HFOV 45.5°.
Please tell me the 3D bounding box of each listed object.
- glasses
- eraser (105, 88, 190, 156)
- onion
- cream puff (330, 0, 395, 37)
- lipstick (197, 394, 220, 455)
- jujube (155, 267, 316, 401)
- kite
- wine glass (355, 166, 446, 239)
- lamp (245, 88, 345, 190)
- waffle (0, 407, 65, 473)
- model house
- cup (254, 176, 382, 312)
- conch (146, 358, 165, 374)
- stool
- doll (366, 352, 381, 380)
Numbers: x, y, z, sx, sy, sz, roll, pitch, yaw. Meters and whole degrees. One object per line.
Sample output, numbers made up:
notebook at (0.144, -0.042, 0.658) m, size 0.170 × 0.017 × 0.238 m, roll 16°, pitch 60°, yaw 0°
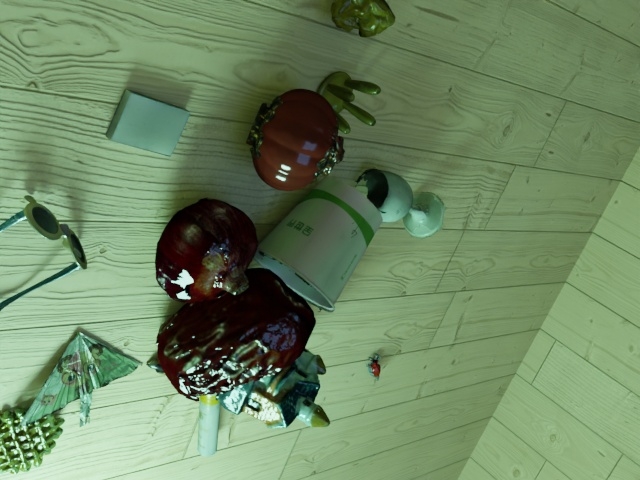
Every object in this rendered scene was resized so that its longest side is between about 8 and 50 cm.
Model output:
glasses at (-0.553, 0.050, 1.426) m, size 0.220 × 0.088 × 0.189 m, roll -45°, pitch 143°, yaw -10°
eraser at (-0.334, -0.226, 1.489) m, size 0.150 × 0.023 × 0.103 m, roll 11°, pitch 110°, yaw -50°
onion at (-0.236, 0.034, 1.648) m, size 0.252 × 0.219 × 0.252 m, roll -33°, pitch 149°, yaw -23°
cream puff at (0.085, -0.494, 1.644) m, size 0.116 × 0.146 × 0.146 m, roll -37°, pitch 146°, yaw 13°
lipstick at (-0.303, 0.480, 2.078) m, size 0.059 × 0.059 × 0.264 m, roll -20°, pitch 132°, yaw -37°
jujube at (-0.200, 0.216, 1.785) m, size 0.377 × 0.258 × 0.258 m, roll -25°, pitch 139°, yaw -6°
kite at (-0.536, 0.313, 1.710) m, size 0.323 × 0.013 × 0.267 m, roll -26°, pitch 132°, yaw -41°
wine glass at (0.216, -0.104, 2.090) m, size 0.321 × 0.143 × 0.143 m, roll 22°, pitch 102°, yaw -52°
lamp at (-0.050, -0.213, 1.648) m, size 0.227 × 0.227 × 0.226 m, roll -28°, pitch 137°, yaw -30°
waffle at (-0.659, 0.442, 1.679) m, size 0.183 × 0.036 × 0.169 m, roll 24°, pitch 99°, yaw -54°
model house at (-0.085, 0.379, 1.998) m, size 0.184 × 0.291 × 0.253 m, roll -62°, pitch 169°, yaw 26°
cup at (0.000, 0.000, 1.875) m, size 0.274 × 0.253 × 0.253 m, roll -54°, pitch 145°, yaw -13°
conch at (-0.324, 0.338, 1.914) m, size 0.086 × 0.080 × 0.233 m, roll -37°, pitch 149°, yaw 13°
stool at (0.063, -0.321, 1.767) m, size 0.134 × 0.110 × 0.135 m, roll -53°, pitch 145°, yaw 0°
doll at (0.182, 0.432, 2.579) m, size 0.057 × 0.039 × 0.114 m, roll -57°, pitch 145°, yaw -48°
